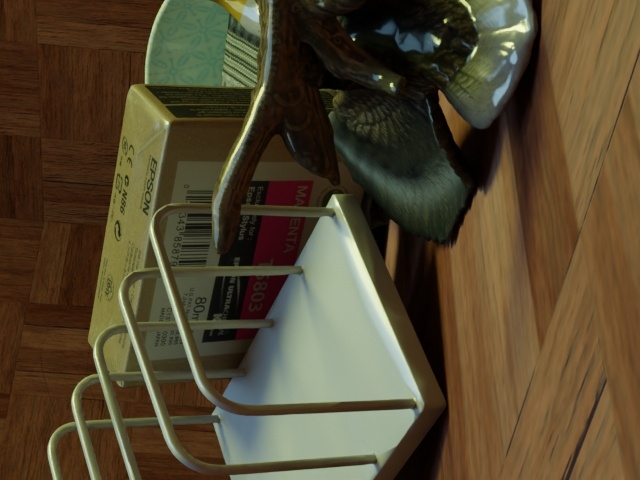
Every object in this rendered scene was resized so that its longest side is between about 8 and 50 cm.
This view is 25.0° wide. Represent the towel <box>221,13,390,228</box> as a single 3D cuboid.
[{"bbox_3d":[0.006,-0.202,1.275,0.324,0.056,0.312,41,130,53],"label":"towel"}]

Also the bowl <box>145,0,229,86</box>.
[{"bbox_3d":[-0.037,-0.165,1.570,0.156,0.289,0.290,-15,-62,-48],"label":"bowl"}]

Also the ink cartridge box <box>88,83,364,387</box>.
[{"bbox_3d":[-0.073,-0.004,1.180,0.088,0.193,0.235,43,128,50],"label":"ink cartridge box"}]

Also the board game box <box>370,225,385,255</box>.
[{"bbox_3d":[0.000,0.000,1.412,0.165,0.042,0.243,33,122,54],"label":"board game box"}]

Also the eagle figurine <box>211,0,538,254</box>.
[{"bbox_3d":[0.034,-0.123,0.907,0.226,0.225,0.298,-42,-15,20],"label":"eagle figurine"}]

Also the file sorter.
[{"bbox_3d":[-0.069,0.127,1.047,0.278,0.173,0.193,-60,40,40],"label":"file sorter"}]
